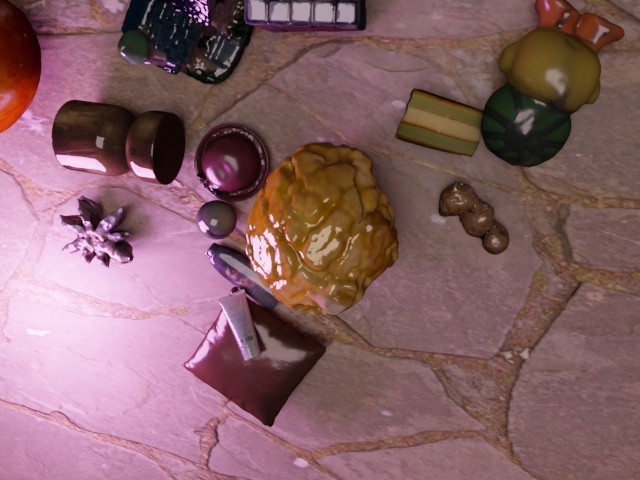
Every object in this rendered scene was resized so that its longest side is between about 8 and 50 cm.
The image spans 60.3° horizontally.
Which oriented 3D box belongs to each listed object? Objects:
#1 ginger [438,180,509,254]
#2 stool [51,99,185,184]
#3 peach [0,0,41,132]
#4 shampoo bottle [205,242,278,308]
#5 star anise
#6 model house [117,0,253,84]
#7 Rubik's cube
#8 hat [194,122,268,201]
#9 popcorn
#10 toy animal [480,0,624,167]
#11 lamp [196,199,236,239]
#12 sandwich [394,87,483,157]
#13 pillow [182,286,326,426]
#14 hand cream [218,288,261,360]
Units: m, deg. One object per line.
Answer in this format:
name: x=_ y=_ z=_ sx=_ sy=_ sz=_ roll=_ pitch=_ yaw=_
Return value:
ginger: x=0.367 y=-0.051 z=1.298 sx=0.204 sy=0.080 sz=0.104 roll=41 pitch=134 yaw=0
stool: x=-0.495 y=-0.244 z=1.365 sx=0.264 sy=0.179 sz=0.179 roll=10 pitch=108 yaw=9
peach: x=-0.861 y=-0.429 z=1.300 sx=0.388 sy=0.388 sz=0.388 roll=3 pitch=107 yaw=11
shampoo bottle: x=-0.201 y=0.090 z=1.471 sx=0.233 sy=0.049 sz=0.087 roll=36 pitch=113 yaw=-1
star anise: x=-0.602 y=-0.015 z=1.500 sx=0.236 sy=0.093 sz=0.229 roll=41 pitch=110 yaw=-1
model house: x=-0.305 y=-0.507 z=1.200 sx=0.243 sy=0.284 sz=0.298 roll=32 pitch=110 yaw=6
Rubik's cube: x=-0.020 y=-0.559 z=1.134 sx=0.238 sy=0.237 sz=0.237 roll=3 pitch=107 yaw=4
hat: x=-0.228 y=-0.189 z=1.373 sx=0.205 sy=0.089 sz=0.205 roll=4 pitch=108 yaw=11
popcorn: x=-0.006 y=-0.017 z=1.244 sx=0.354 sy=0.344 sz=0.390 roll=-15 pitch=109 yaw=9
toy animal: x=0.463 y=-0.315 z=1.138 sx=0.216 sy=0.191 sz=0.338 roll=25 pitch=110 yaw=3
lamp: x=-0.266 y=-0.052 z=1.414 sx=0.105 sy=0.105 sz=0.105 roll=3 pitch=107 yaw=11
sandwich: x=0.274 y=-0.254 z=1.222 sx=0.187 sy=0.144 sz=0.117 roll=21 pitch=112 yaw=5
pillow: x=-0.186 y=0.318 z=1.505 sx=0.308 sy=0.108 sz=0.305 roll=34 pitch=108 yaw=2
hand cream: x=-0.202 y=0.220 z=1.423 sx=0.076 sy=0.047 sz=0.174 roll=-23 pitch=83 yaw=9
